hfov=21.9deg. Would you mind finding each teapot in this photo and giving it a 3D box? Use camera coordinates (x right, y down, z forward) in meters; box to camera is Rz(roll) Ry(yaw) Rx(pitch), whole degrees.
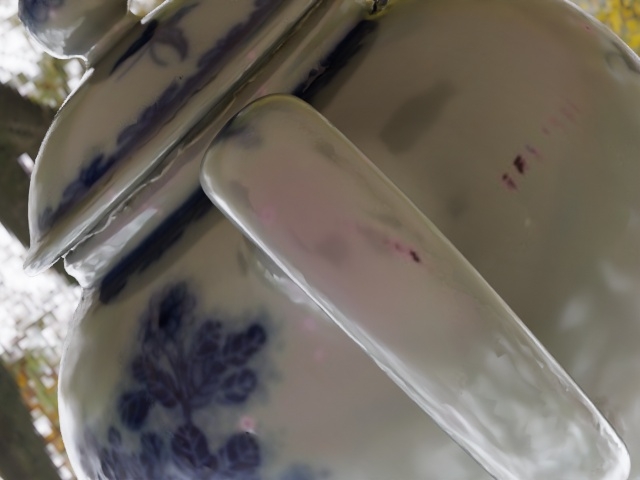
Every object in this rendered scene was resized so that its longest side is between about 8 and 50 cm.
[{"bbox_3d":[0.000,0.000,0.596,0.252,0.280,0.424,-46,-171,-1],"label":"teapot"}]
